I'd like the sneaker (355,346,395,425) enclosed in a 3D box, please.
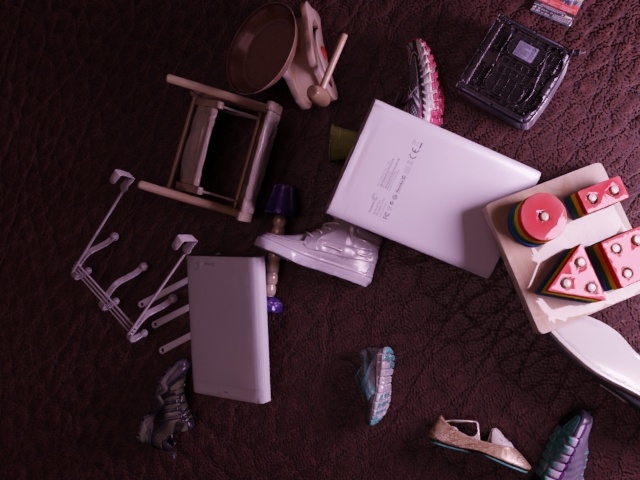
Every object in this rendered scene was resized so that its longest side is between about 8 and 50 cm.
[{"bbox_3d":[0.106,0.299,1.496,0.076,0.065,0.167,8,88,34],"label":"sneaker"}]

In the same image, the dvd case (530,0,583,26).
[{"bbox_3d":[0.482,-0.493,1.416,0.087,0.013,0.120,29,98,16],"label":"dvd case"}]

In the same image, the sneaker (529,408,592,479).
[{"bbox_3d":[0.479,0.431,1.372,0.098,0.083,0.224,24,101,-4],"label":"sneaker"}]

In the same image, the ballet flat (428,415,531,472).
[{"bbox_3d":[0.318,0.396,1.417,0.206,0.073,0.067,15,79,13],"label":"ballet flat"}]

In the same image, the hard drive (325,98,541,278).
[{"bbox_3d":[0.215,-0.095,1.383,0.353,0.047,0.233,22,102,-9],"label":"hard drive"}]

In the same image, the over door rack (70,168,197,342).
[{"bbox_3d":[-0.412,0.036,1.612,0.239,0.108,0.324,42,119,17],"label":"over door rack"}]

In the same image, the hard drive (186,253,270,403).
[{"bbox_3d":[-0.200,0.185,1.549,0.203,0.040,0.308,0,95,35],"label":"hard drive"}]

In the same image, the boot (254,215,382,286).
[{"bbox_3d":[0.000,0.000,1.486,0.258,0.095,0.124,19,87,-14],"label":"boot"}]

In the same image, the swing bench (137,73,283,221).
[{"bbox_3d":[-0.223,-0.193,1.552,0.254,0.165,0.253,17,93,10],"label":"swing bench"}]

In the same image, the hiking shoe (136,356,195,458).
[{"bbox_3d":[-0.324,0.374,1.618,0.114,0.086,0.227,25,102,3],"label":"hiking shoe"}]

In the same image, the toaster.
[{"bbox_3d":[0.383,-0.320,1.391,0.185,0.110,0.168,32,98,16],"label":"toaster"}]

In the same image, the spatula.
[{"bbox_3d":[-0.298,0.155,1.638,0.242,0.019,0.168,-28,82,14],"label":"spatula"}]

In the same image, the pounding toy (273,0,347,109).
[{"bbox_3d":[0.004,-0.376,1.502,0.154,0.154,0.270,-15,65,16],"label":"pounding toy"}]

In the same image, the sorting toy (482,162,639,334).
[{"bbox_3d":[0.470,0.006,1.314,0.255,0.089,0.257,-20,82,-10],"label":"sorting toy"}]

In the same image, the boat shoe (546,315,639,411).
[{"bbox_3d":[0.546,0.252,1.325,0.319,0.116,0.099,34,141,16],"label":"boat shoe"}]

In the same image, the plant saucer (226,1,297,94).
[{"bbox_3d":[-0.111,-0.382,1.449,0.198,0.036,0.199,-16,65,39],"label":"plant saucer"}]

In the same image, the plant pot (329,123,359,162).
[{"bbox_3d":[0.061,-0.203,1.511,0.079,0.083,0.083,3,89,5],"label":"plant pot"}]

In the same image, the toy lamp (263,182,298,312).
[{"bbox_3d":[-0.098,0.014,1.549,0.080,0.080,0.275,9,90,17],"label":"toy lamp"}]

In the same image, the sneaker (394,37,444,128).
[{"bbox_3d":[0.188,-0.258,1.446,0.112,0.121,0.299,-1,89,19],"label":"sneaker"}]
